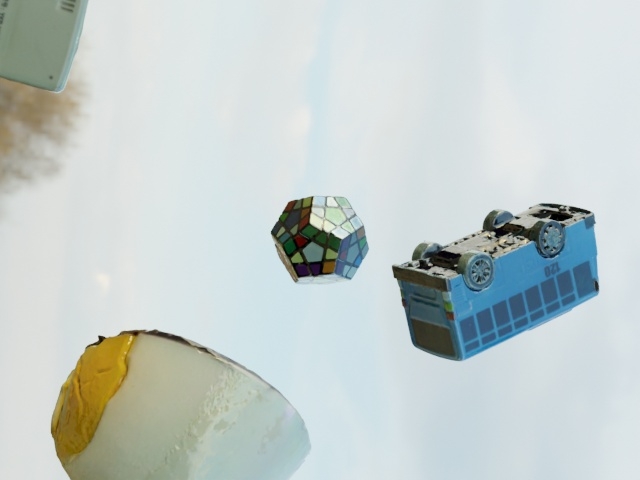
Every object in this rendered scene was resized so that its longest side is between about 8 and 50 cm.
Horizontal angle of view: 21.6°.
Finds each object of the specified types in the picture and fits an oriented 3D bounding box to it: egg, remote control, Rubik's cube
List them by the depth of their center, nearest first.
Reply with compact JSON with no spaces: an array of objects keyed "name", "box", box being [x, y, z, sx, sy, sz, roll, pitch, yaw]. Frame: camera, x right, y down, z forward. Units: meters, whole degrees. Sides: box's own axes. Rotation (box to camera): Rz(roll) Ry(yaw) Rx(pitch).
[{"name":"remote control","box":[-0.383,-0.242,1.701,0.038,0.285,0.123,-147,-109,-81]},{"name":"egg","box":[-0.192,0.270,2.089,0.201,0.337,0.337,-63,-177,-27]},{"name":"Rubik's cube","box":[0.000,0.000,2.230,0.133,0.112,0.133,-34,-146,27]}]

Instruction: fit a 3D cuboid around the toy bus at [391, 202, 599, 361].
[{"name":"toy bus","box":[0.168,0.036,1.550,0.090,0.184,0.106,12,-60,57]}]
